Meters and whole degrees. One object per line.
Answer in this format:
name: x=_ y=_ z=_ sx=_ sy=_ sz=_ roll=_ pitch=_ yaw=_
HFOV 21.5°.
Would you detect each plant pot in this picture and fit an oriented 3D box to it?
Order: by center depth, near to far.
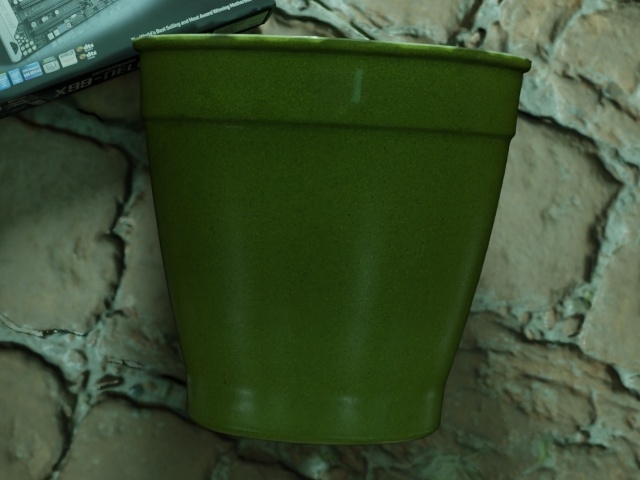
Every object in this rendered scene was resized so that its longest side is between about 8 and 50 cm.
plant pot: x=0.000 y=0.000 z=1.563 sx=0.366 sy=0.366 sz=0.353 roll=3 pitch=93 yaw=-11

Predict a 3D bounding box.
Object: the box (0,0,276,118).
box: x=-0.230 y=-0.283 z=1.671 sx=0.307 sy=0.076 sz=0.242 roll=-21 pitch=86 yaw=-13
